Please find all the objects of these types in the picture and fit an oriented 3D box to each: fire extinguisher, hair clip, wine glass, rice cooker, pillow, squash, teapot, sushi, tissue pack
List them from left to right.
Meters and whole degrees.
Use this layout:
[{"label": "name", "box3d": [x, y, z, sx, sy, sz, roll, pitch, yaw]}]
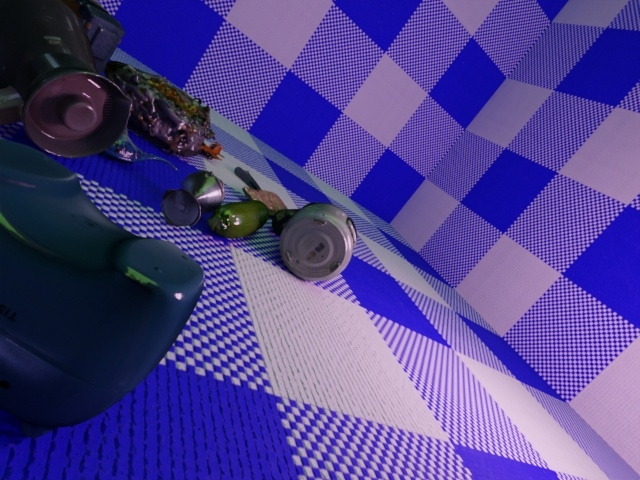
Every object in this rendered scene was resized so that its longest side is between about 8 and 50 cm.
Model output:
[{"label": "teapot", "box3d": [-0.601, -0.351, 0.917, 0.300, 0.253, 0.344, -26, 60, -33]}, {"label": "tissue pack", "box3d": [-0.288, 0.047, 0.445, 0.287, 0.206, 0.198, 37, 4, -6]}, {"label": "sushi", "box3d": [-0.542, -0.438, 1.457, 0.418, 0.175, 0.417, 33, 15, -10]}, {"label": "wine glass", "box3d": [-0.313, -0.099, 1.052, 0.122, 0.122, 0.183, 36, 18, -7]}, {"label": "squash", "box3d": [-0.217, -0.060, 1.184, 0.101, 0.101, 0.379, 38, 9, 2]}, {"label": "hair clip", "box3d": [-0.263, -0.215, 1.722, 0.229, 0.039, 0.070, 47, 15, 31]}, {"label": "pillow", "box3d": [-0.192, -0.137, 1.594, 0.126, 0.043, 0.232, 55, 20, 18]}, {"label": "fire extinguisher", "box3d": [-0.093, -0.067, 1.504, 0.095, 0.114, 0.311, 64, 17, 2]}, {"label": "rice cooker", "box3d": [0.000, 0.000, 1.287, 0.226, 0.226, 0.244, 37, 11, -3]}]

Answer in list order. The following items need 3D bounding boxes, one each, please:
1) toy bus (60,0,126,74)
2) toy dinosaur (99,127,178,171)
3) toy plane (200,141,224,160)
[{"label": "toy bus", "box3d": [-0.690, -0.540, 1.204, 0.167, 0.275, 0.138, 41, 13, 10]}, {"label": "toy dinosaur", "box3d": [-0.516, -0.244, 1.089, 0.144, 0.076, 0.329, 52, 21, 16]}, {"label": "toy plane", "box3d": [-0.455, -0.352, 1.669, 0.135, 0.062, 0.188, 42, 28, 20]}]
